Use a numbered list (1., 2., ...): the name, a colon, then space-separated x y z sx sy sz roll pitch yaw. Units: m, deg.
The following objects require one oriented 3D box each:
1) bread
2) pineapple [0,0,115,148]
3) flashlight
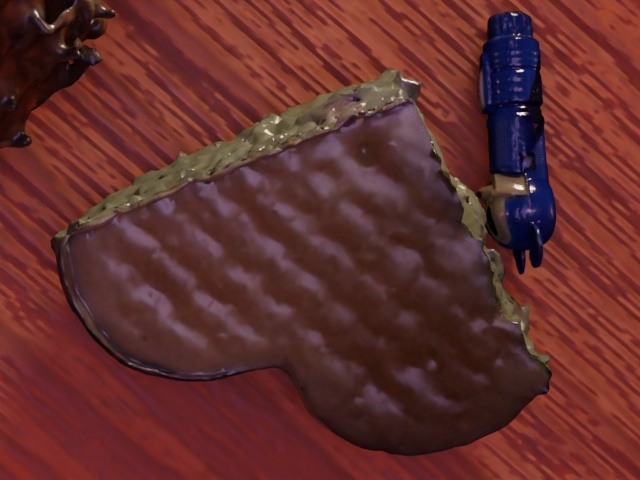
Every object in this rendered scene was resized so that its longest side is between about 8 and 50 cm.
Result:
1. bread: 0.000 0.000 0.870 0.232 0.064 0.172 17 105 -4
2. pineapple: -0.157 -0.132 0.800 0.166 0.166 0.193 20 104 -7
3. flashlight: 0.088 -0.046 0.893 0.035 0.057 0.121 -4 85 -5
